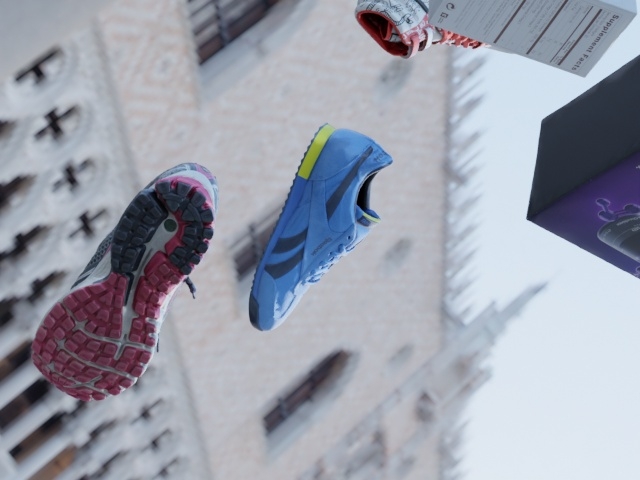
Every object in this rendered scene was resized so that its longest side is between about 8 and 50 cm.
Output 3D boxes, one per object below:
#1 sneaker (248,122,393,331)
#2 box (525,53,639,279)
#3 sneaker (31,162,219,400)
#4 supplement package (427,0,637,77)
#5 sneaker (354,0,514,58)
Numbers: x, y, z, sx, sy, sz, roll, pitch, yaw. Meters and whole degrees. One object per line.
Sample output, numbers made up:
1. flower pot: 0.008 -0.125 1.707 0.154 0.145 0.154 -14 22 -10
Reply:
1. sneaker: 0.000 0.000 1.384 0.082 0.209 0.069 26 15 10
2. box: 0.301 -0.062 1.086 0.184 0.103 0.261 24 -31 -20
3. sneaker: -0.196 0.049 1.615 0.121 0.299 0.112 37 20 -7
4. supplement package: 0.209 -0.255 1.507 0.179 0.105 0.105 16 -39 -15
5. sneaker: 0.178 -0.311 2.241 0.270 0.145 0.090 31 -25 -8
